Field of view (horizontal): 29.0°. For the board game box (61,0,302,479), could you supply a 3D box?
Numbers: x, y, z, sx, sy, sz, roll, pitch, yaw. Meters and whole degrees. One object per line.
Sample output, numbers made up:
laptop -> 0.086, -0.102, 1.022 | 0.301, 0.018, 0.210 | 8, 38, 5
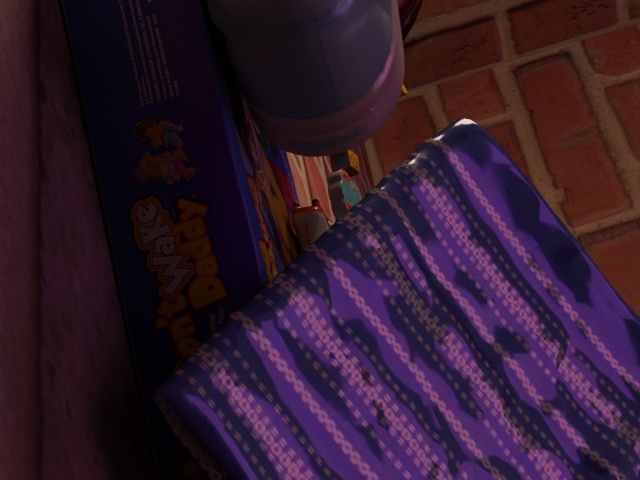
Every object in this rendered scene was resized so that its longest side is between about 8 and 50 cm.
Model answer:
board game box -> -0.053, 0.026, 0.757 | 0.233, 0.078, 0.347 | 55, 19, -71

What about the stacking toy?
stacking toy -> 0.020, -0.079, 1.280 | 0.052, 0.167, 0.221 | 32, 41, -54

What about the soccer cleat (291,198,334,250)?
soccer cleat -> 0.000, 0.000, 0.811 | 0.083, 0.029, 0.036 | 49, 34, -69

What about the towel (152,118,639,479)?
towel -> 0.085, 0.083, 0.670 | 0.243, 0.040, 0.336 | 51, 41, -3

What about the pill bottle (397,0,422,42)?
pill bottle -> -0.016, -0.248, 1.079 | 0.392, 0.224, 0.224 | -28, 101, -87

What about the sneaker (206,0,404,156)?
sneaker -> -0.019, -0.237, 0.746 | 0.150, 0.135, 0.366 | 73, 3, -58
